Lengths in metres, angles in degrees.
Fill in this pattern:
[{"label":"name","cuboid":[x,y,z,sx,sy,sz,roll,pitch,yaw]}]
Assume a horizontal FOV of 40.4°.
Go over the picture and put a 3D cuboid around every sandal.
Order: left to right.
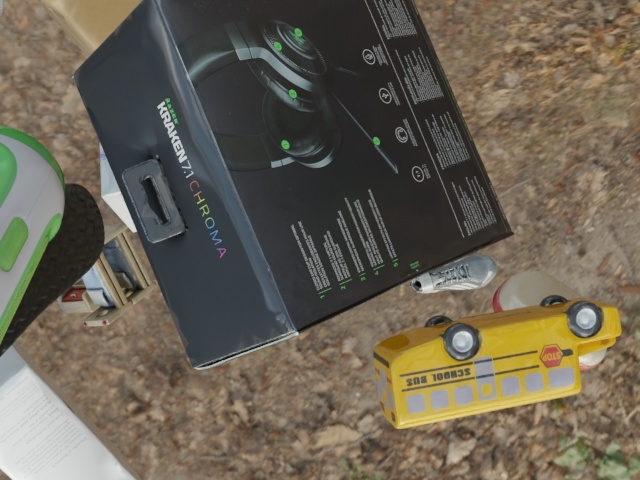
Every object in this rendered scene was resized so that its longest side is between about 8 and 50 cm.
[{"label":"sandal","cuboid":[-0.432,0.064,1.063,0.107,0.446,0.167,-1,112,25]}]

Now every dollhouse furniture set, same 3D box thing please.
[{"label":"dollhouse furniture set","cuboid":[-0.408,0.064,1.497,0.184,0.129,0.129,-7,114,38]}]

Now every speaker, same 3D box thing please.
[{"label":"speaker","cuboid":[-0.288,0.033,0.658,0.131,0.296,0.131,2,128,2]}]

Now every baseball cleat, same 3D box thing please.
[{"label":"baseball cleat","cuboid":[0.269,0.079,1.805,0.206,0.110,0.072,-24,81,52]}]

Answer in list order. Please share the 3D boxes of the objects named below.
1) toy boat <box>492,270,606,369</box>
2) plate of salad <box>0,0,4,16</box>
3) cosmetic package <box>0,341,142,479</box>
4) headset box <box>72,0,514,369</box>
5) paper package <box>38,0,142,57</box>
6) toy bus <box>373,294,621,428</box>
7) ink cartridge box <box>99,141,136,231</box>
[{"label":"toy boat","cuboid":[0.430,0.167,1.679,0.231,0.151,0.151,33,135,-3]},{"label":"plate of salad","cuboid":[-0.522,-0.373,1.199,0.048,0.200,0.199,-13,97,28]},{"label":"cosmetic package","cuboid":[-0.500,0.357,1.577,0.217,0.156,0.385,28,156,52]},{"label":"headset box","cuboid":[-0.018,-0.062,0.675,0.131,0.283,0.246,-25,87,46]},{"label":"paper package","cuboid":[-0.158,-0.333,0.898,0.168,0.309,0.325,43,87,14]},{"label":"toy bus","cuboid":[0.248,0.163,1.216,0.333,0.108,0.130,-9,93,-9]},{"label":"ink cartridge box","cuboid":[-0.261,-0.125,1.355,0.128,0.128,0.176,-12,63,7]}]
